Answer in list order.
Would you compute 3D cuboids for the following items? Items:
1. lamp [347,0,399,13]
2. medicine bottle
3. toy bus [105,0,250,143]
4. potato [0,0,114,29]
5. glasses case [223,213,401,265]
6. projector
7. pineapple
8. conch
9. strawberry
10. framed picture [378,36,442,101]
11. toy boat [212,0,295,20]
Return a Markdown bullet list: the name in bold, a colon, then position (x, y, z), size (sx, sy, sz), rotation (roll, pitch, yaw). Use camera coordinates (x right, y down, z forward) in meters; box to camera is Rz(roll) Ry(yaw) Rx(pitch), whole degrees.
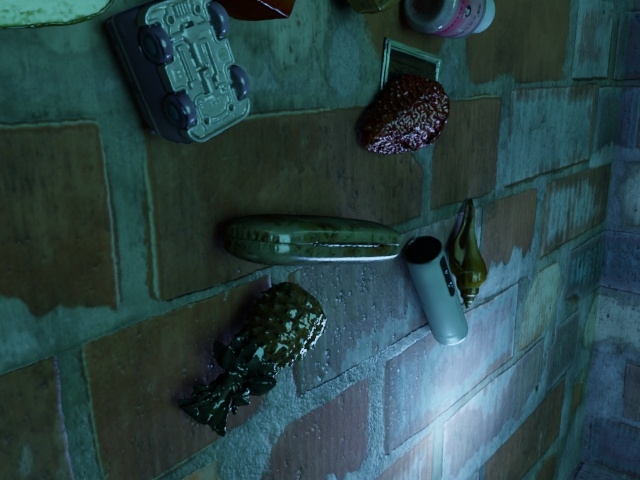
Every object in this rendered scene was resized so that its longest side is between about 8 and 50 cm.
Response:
- **lamp**: position (0.090, -0.543, 1.143), size (0.185, 0.161, 0.161), rotation (41, 69, -45)
- **medicine bottle**: position (0.313, -0.553, 1.404), size (0.247, 0.147, 0.147), rotation (-13, 109, -46)
- **toy bus**: position (-0.205, -0.254, 0.878), size (0.142, 0.142, 0.202), rotation (-40, 126, -36)
- **potato**: position (-0.376, -0.320, 0.689), size (0.272, 0.111, 0.160), rotation (-18, 106, -31)
- **glasses case**: position (0.000, 0.000, 1.170), size (0.425, 0.156, 0.098), rotation (1, 97, -49)
- **projector**: position (0.317, 0.142, 1.615), size (0.108, 0.108, 0.337), rotation (-50, 133, -29)
- **pineapple**: position (-0.128, 0.212, 1.105), size (0.310, 0.141, 0.170), rotation (-46, 136, -22)
- **conch**: position (0.424, 0.037, 1.732), size (0.093, 0.109, 0.330), rotation (101, -9, -71)
- **strawberry**: position (0.216, -0.283, 1.368), size (0.286, 0.106, 0.188), rotation (-38, 125, -36)
- **framed picture**: position (0.223, -0.370, 1.446), size (0.252, 0.014, 0.197), rotation (-5, 104, -49)
- **toy boat**: position (-0.169, -0.435, 0.871), size (0.332, 0.145, 0.133), rotation (-1, 100, -55)
